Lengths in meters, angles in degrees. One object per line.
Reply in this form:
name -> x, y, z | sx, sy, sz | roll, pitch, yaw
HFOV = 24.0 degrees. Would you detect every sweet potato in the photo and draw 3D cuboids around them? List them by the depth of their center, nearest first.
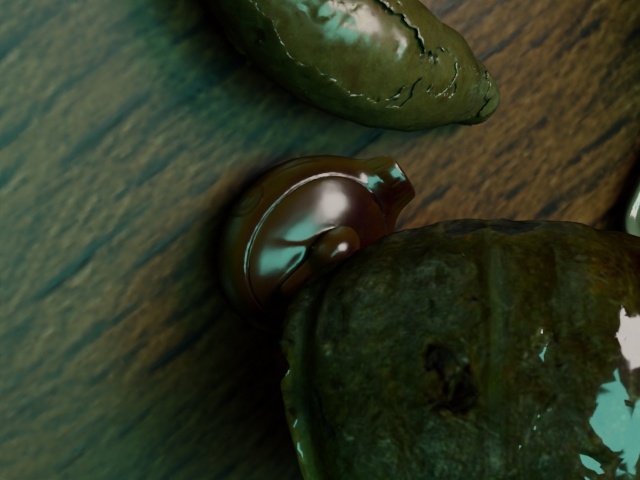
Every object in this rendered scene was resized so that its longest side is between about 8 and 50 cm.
sweet potato -> -0.002, -0.144, 0.861 | 0.310, 0.098, 0.124 | 45, 59, -25

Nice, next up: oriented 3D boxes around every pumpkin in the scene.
pumpkin -> 0.152, 0.080, 0.845 | 0.325, 0.232, 0.242 | 26, 50, -54

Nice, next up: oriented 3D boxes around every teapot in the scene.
teapot -> 0.000, 0.000, 0.884 | 0.129, 0.078, 0.098 | -39, 111, -20

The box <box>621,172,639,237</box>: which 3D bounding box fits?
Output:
box -> 0.350, 0.013, 0.980 | 0.178, 0.274, 0.138 | 35, 79, -39
